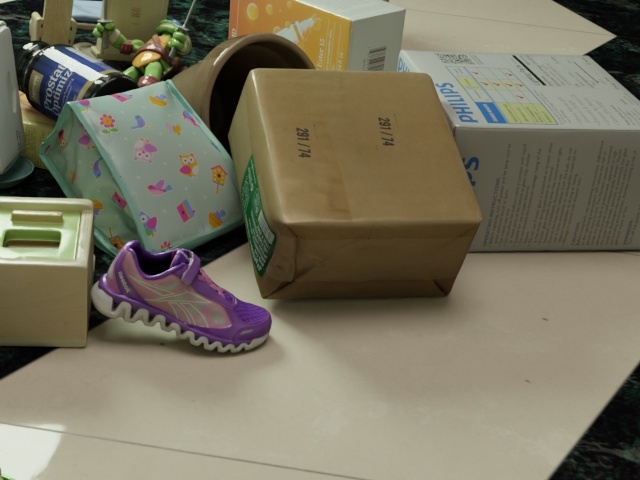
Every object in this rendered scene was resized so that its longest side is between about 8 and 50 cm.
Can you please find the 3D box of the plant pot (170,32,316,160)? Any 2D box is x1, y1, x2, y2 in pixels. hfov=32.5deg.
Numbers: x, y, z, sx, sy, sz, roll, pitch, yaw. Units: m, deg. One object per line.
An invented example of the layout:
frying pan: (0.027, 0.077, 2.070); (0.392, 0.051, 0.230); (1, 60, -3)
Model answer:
plant pot: (-0.159, -0.218, 1.875); (0.263, 0.263, 0.229); (-18, 19, -39)

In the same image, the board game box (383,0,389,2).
board game box: (0.024, -0.534, 2.507); (0.141, 0.232, 0.291); (-9, 30, -25)

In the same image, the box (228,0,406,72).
box: (-0.016, -0.411, 2.276); (0.345, 0.215, 0.168); (27, 34, 36)

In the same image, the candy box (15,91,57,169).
candy box: (-0.553, -0.218, 1.925); (0.316, 0.088, 0.183); (11, 28, 10)

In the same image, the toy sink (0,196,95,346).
toy sink: (-0.377, 0.023, 1.447); (0.152, 0.131, 0.234); (3, 27, -9)

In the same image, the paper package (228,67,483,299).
paper package: (0.041, -0.088, 1.599); (0.309, 0.168, 0.325); (-1, 50, -16)

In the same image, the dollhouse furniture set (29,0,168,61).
dollhouse furniture set: (-0.461, -0.507, 2.225); (0.286, 0.198, 0.303); (0, 26, -28)

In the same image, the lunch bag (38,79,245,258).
lunch bag: (-0.257, -0.090, 1.660); (0.223, 0.160, 0.262); (-25, 75, -46)

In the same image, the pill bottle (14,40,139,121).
pill bottle: (-0.406, -0.249, 1.799); (0.219, 0.123, 0.122); (29, 34, 31)

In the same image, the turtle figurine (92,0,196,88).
turtle figurine: (-0.342, -0.357, 2.029); (0.197, 0.275, 0.266); (19, 60, -2)

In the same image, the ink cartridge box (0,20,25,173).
ink cartridge box: (-0.646, -0.225, 1.738); (0.306, 0.226, 0.131); (0, 26, 5)

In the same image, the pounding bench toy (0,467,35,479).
pounding bench toy: (-0.327, 0.250, 1.102); (0.083, 0.052, 0.065); (-14, 33, -34)

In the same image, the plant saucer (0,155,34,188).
plant saucer: (-0.530, -0.111, 1.796); (0.119, 0.021, 0.119); (5, 26, -2)

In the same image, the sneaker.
sneaker: (-0.169, 0.066, 1.409); (0.236, 0.105, 0.095); (18, 21, -11)

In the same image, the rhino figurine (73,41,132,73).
rhino figurine: (-0.418, -0.344, 2.219); (0.243, 0.073, 0.106); (27, 30, 33)

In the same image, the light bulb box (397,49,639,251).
light bulb box: (0.331, -0.158, 1.847); (0.360, 0.225, 0.358); (0, 28, -11)
